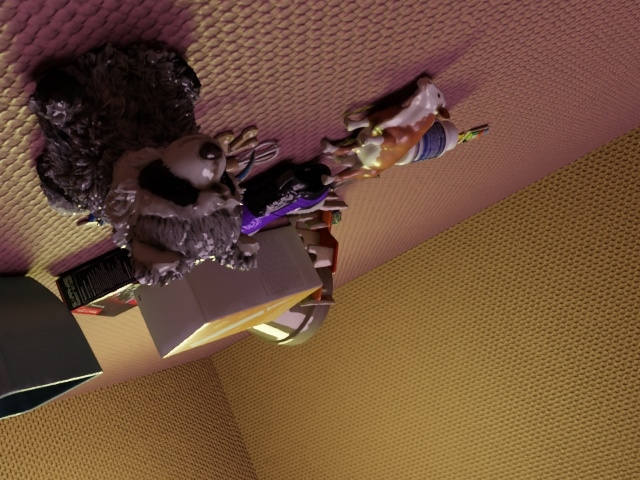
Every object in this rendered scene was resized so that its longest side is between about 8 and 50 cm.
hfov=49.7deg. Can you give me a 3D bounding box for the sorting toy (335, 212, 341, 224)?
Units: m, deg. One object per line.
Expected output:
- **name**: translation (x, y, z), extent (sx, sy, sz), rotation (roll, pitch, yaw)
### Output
- **sorting toy**: translation (0.037, -0.059, 2.134), extent (0.062, 0.012, 0.083), rotation (-27, 166, -6)

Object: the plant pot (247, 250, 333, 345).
- **plant pot**: translation (-0.176, 0.126, 1.936), extent (0.323, 0.323, 0.280), rotation (-32, 150, 35)

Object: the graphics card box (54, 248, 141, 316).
- **graphics card box**: translation (-0.393, 0.064, 1.622), extent (0.371, 0.094, 0.233), rotation (-26, 168, 3)

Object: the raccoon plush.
- **raccoon plush**: translation (-0.231, -0.044, 0.924), extent (0.216, 0.299, 0.446), rotation (-19, 168, -24)

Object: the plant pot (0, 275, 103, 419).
- **plant pot**: translation (-0.642, 0.212, 1.389), extent (0.247, 0.252, 0.247), rotation (-28, 167, 22)

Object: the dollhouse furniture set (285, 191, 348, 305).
- **dollhouse furniture set**: translation (0.000, 0.000, 1.749), extent (0.135, 0.262, 0.259), rotation (0, -160, -18)

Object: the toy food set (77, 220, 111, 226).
- **toy food set**: translation (-0.329, -0.030, 1.295), extent (0.218, 0.071, 0.128), rotation (-19, 173, 25)

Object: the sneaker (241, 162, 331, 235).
- **sneaker**: translation (-0.099, -0.102, 1.472), extent (0.293, 0.102, 0.146), rotation (-23, 166, -28)

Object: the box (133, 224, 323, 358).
- **box**: translation (-0.204, 0.109, 1.562), extent (0.345, 0.168, 0.215), rotation (-14, 163, -45)

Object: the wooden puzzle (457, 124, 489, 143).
- **wooden puzzle**: translation (0.410, -0.283, 1.857), extent (0.116, 0.014, 0.078), rotation (-20, 169, -18)

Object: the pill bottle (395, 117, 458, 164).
- **pill bottle**: translation (0.227, -0.225, 1.541), extent (0.169, 0.094, 0.094), rotation (-15, 166, -37)

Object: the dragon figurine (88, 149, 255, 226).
- **dragon figurine**: translation (-0.250, -0.086, 1.152), extent (0.289, 0.085, 0.144), rotation (-29, 134, 13)

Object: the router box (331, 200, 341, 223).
- **router box**: translation (0.010, -0.067, 1.975), extent (0.092, 0.038, 0.122), rotation (-24, 168, -2)

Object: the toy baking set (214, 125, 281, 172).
- **toy baking set**: translation (-0.175, -0.140, 1.282), extent (0.196, 0.030, 0.256), rotation (-26, 168, 13)

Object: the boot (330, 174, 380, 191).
- **boot**: translation (0.082, -0.153, 1.727), extent (0.114, 0.037, 0.106), rotation (-32, 154, 21)

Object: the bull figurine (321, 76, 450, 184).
- **bull figurine**: translation (0.121, -0.209, 1.397), extent (0.188, 0.101, 0.310), rotation (-11, 160, -29)
